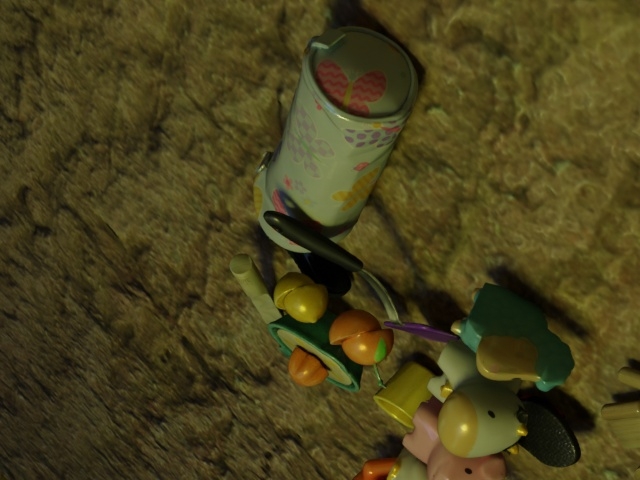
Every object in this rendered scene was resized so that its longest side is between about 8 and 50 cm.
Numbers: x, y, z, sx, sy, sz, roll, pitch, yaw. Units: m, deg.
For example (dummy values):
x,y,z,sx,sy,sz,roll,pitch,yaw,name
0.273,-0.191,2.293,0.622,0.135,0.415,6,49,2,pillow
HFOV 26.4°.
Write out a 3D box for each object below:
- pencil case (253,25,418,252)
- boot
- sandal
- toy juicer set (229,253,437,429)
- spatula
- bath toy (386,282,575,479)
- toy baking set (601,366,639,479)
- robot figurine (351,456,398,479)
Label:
x,y,z,sx,sy,sz,roll,pitch,yaw,name
0.009,-0.098,1.384,0.124,0.113,0.273,57,152,17,pencil case
0.001,0.000,1.572,0.121,0.045,0.099,48,148,10,boot
0.229,0.193,1.468,0.179,0.040,0.067,-162,64,-65,sandal
-0.022,0.113,1.623,0.329,0.089,0.209,22,160,44,toy juicer set
0.051,0.048,1.441,0.296,0.030,0.084,38,160,-27,spatula
0.157,0.209,1.441,0.129,0.151,0.348,27,136,10,bath toy
0.381,0.213,1.288,0.256,0.030,0.196,14,136,48,toy baking set
0.094,0.372,1.747,0.158,0.128,0.219,34,144,35,robot figurine
